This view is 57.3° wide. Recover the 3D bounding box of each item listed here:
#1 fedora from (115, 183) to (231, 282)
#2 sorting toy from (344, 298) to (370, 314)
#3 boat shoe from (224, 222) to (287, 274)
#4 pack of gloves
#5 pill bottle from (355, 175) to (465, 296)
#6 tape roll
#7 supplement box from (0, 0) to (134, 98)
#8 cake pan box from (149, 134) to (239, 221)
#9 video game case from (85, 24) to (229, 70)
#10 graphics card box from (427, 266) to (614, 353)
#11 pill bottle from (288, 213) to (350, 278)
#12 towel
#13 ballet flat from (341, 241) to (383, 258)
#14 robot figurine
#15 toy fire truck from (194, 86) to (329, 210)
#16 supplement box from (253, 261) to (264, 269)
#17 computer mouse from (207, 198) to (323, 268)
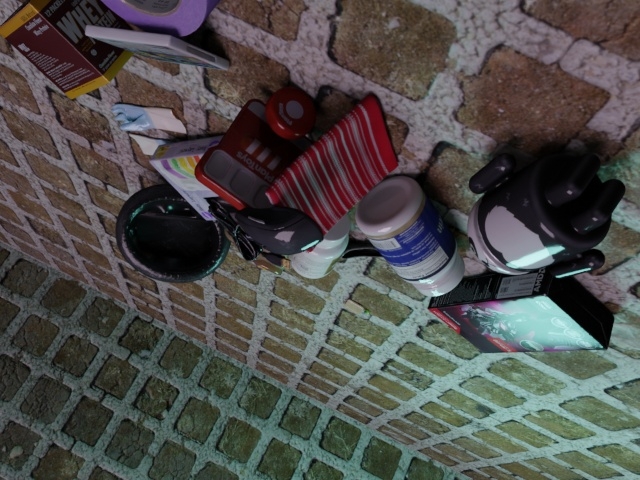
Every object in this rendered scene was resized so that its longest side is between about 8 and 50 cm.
[{"bbox_3d":[-0.440,-0.034,1.773,0.334,0.334,0.152,39,-173,-22],"label":"fedora"},{"bbox_3d":[0.120,0.221,1.904,0.083,0.012,0.062,30,149,3],"label":"sorting toy"},{"bbox_3d":[-0.163,-0.011,1.606,0.122,0.110,0.341,28,-176,-33],"label":"boat shoe"},{"bbox_3d":[-0.431,-0.264,1.513,0.232,0.046,0.195,12,149,28],"label":"pack of gloves"},{"bbox_3d":[0.202,-0.001,1.267,0.153,0.153,0.264,0,143,43],"label":"pill bottle"},{"bbox_3d":[-0.285,-0.471,0.950,0.275,0.090,0.274,22,154,11],"label":"tape roll"},{"bbox_3d":[-0.515,-0.422,1.210,0.191,0.129,0.194,-1,142,45],"label":"supplement box"},{"bbox_3d":[-0.267,-0.151,1.512,0.246,0.070,0.267,2,146,34],"label":"cake pan box"},{"bbox_3d":[-0.307,-0.367,1.119,0.201,0.023,0.183,15,-172,24],"label":"video game case"},{"bbox_3d":[0.465,0.174,1.404,0.233,0.094,0.371,38,151,-20],"label":"graphics card box"},{"bbox_3d":[0.000,0.000,1.483,0.131,0.131,0.229,28,154,0],"label":"pill bottle"},{"bbox_3d":[0.032,-0.119,1.098,0.031,0.275,0.199,34,162,37],"label":"towel"},{"bbox_3d":[0.128,0.032,1.513,0.173,0.049,0.057,0,144,43],"label":"ballet flat"},{"bbox_3d":[0.373,-0.039,1.007,0.174,0.209,0.278,-2,163,-23],"label":"robot figurine"},{"bbox_3d":[-0.073,-0.133,1.173,0.302,0.253,0.169,38,152,-19],"label":"toy fire truck"},{"bbox_3d":[-0.185,0.055,1.858,0.055,0.043,0.083,2,145,39],"label":"supplement box"},{"bbox_3d":[-0.092,0.010,1.088,0.262,0.060,0.184,9,147,38],"label":"computer mouse"}]
